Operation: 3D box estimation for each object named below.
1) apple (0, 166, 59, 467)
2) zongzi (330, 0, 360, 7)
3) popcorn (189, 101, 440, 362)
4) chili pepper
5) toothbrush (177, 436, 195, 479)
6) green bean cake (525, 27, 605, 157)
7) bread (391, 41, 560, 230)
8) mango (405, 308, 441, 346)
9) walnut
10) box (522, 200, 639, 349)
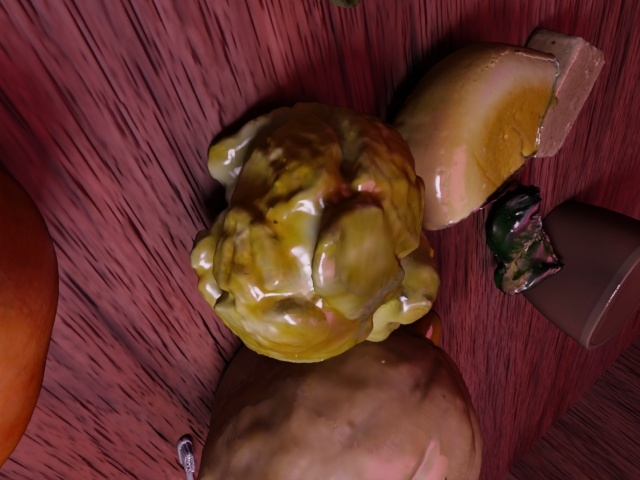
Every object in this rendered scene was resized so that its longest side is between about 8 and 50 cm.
[{"bbox_3d":[-0.270,0.055,0.307,0.242,0.241,0.242,-22,132,-27],"label":"apple"},{"bbox_3d":[0.023,-0.286,0.480,0.104,0.052,0.113,30,85,-59],"label":"zongzi"},{"bbox_3d":[0.004,0.005,0.547,0.277,0.225,0.276,-22,134,-25],"label":"popcorn"},{"bbox_3d":[0.370,-0.008,1.000,0.148,0.116,0.264,-35,140,-1],"label":"chili pepper"},{"bbox_3d":[-0.198,0.426,0.844,0.024,0.029,0.353,-12,130,-21],"label":"toothbrush"},{"bbox_3d":[0.342,-0.220,0.807,0.109,0.085,0.179,-1,119,-45],"label":"green bean cake"},{"bbox_3d":[0.171,-0.151,0.659,0.261,0.158,0.156,-41,121,-17],"label":"bread"},{"bbox_3d":[0.164,0.209,0.983,0.102,0.085,0.184,32,86,-47],"label":"mango"},{"bbox_3d":[0.022,0.262,0.694,0.381,0.381,0.381,-25,135,-28],"label":"walnut"},{"bbox_3d":[0.593,0.066,1.178,0.301,0.216,0.300,-25,133,-30],"label":"box"}]
